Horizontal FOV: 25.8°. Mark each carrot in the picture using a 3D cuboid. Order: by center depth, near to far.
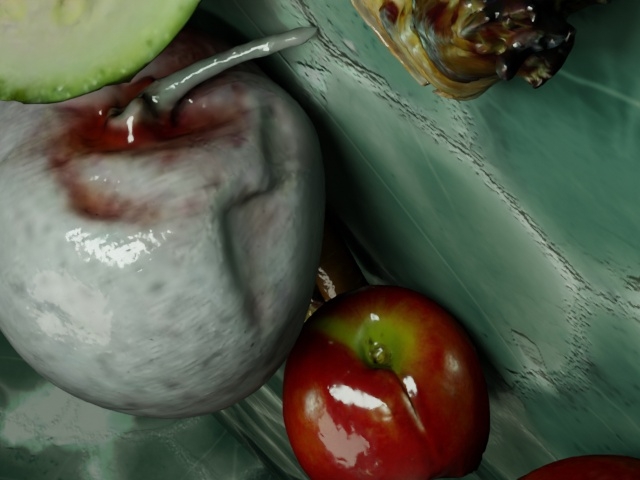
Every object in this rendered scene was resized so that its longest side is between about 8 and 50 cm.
[{"bbox_3d":[0.000,0.000,1.287,0.139,0.048,0.048,63,161,-19],"label":"carrot"}]

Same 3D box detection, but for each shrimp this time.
[{"bbox_3d":[0.056,-0.155,0.701,0.178,0.075,0.289,52,178,-7],"label":"shrimp"}]

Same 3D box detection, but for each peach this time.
[{"bbox_3d":[0.059,0.149,1.230,0.196,0.190,0.226,26,151,24],"label":"peach"}]

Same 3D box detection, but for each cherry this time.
[{"bbox_3d":[-0.126,-0.002,1.111,0.326,0.291,0.335,-121,16,-66],"label":"cherry"}]

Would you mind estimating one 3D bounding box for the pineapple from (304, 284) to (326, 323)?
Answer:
[{"bbox_3d":[0.007,0.066,1.394,0.137,0.069,0.116,29,156,47],"label":"pineapple"}]

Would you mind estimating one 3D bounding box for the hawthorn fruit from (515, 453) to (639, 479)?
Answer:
[{"bbox_3d":[0.208,0.295,1.036,0.295,0.295,0.311,28,143,52],"label":"hawthorn fruit"}]

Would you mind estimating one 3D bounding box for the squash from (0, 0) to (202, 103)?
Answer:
[{"bbox_3d":[-0.261,-0.266,0.918,0.384,0.263,0.263,32,159,44],"label":"squash"}]
